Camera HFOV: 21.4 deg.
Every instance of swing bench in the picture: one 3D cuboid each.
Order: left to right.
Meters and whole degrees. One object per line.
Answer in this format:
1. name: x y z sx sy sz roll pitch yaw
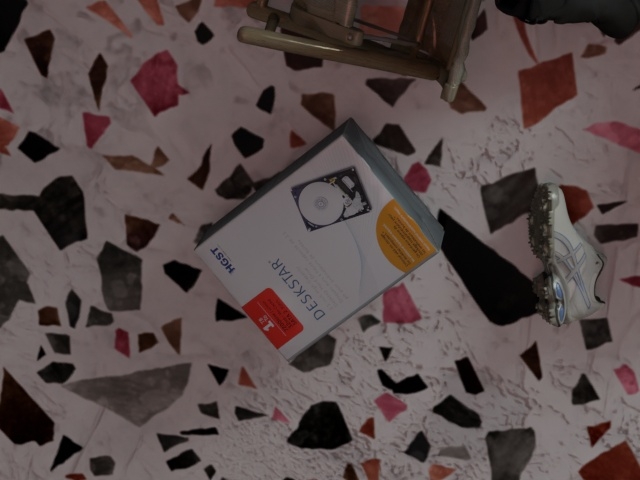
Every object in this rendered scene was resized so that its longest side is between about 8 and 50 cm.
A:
1. swing bench: 0.065 -0.317 1.843 0.254 0.165 0.253 15 109 -3

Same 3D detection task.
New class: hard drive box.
1. hard drive box: 0.000 0.000 1.994 0.232 0.089 0.181 -38 99 18

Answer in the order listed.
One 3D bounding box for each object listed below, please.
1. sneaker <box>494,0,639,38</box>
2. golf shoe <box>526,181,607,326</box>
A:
1. sneaker: 0.247 -0.278 1.791 0.130 0.109 0.286 -55 139 1
2. golf shoe: 0.291 0.011 1.980 0.086 0.069 0.176 -11 111 -10
